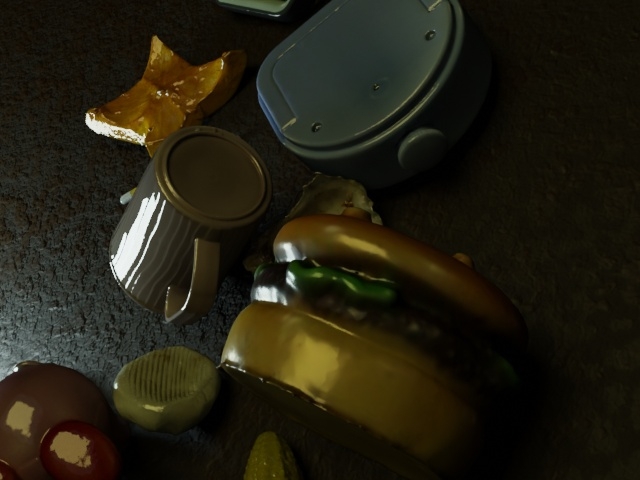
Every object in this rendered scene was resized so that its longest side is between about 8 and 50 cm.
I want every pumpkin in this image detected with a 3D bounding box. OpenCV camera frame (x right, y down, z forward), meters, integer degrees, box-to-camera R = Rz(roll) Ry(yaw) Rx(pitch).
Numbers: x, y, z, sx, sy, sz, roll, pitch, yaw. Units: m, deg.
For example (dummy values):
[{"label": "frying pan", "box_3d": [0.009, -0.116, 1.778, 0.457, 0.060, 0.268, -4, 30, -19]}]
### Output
[{"label": "pumpkin", "box_3d": [-0.298, -0.287, 2.200, 0.290, 0.095, 0.258, 21, 72, 39]}]

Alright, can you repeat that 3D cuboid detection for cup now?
[{"label": "cup", "box_3d": [-0.226, -0.011, 1.801, 0.273, 0.208, 0.288, -53, 7, 48]}]

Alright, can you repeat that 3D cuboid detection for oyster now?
[{"label": "oyster", "box_3d": [-0.013, -0.009, 1.800, 0.232, 0.107, 0.161, -27, 83, 13]}]

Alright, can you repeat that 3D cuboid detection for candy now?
[{"label": "candy", "box_3d": [-0.067, 0.366, 1.609, 0.094, 0.106, 0.199, -46, 35, 31]}]

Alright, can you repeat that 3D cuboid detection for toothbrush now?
[{"label": "toothbrush", "box_3d": [-0.276, -0.138, 2.134, 0.288, 0.024, 0.021, -26, 52, 21]}]

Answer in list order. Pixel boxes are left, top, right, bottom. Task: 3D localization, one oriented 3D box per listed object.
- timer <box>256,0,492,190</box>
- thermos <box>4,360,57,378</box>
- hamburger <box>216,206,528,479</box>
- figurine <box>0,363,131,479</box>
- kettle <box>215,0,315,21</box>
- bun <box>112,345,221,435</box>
[{"label": "timer", "box_3d": [0.104, -0.246, 1.817, 0.395, 0.173, 0.395, -18, 52, 25]}, {"label": "thermos", "box_3d": [-0.509, 0.303, 1.987, 0.137, 0.105, 0.193, -9, 46, 1]}, {"label": "hamburger", "box_3d": [0.080, 0.129, 1.452, 0.395, 0.396, 0.277, 15, 72, 41]}, {"label": "figurine", "box_3d": [-0.443, 0.307, 1.765, 0.269, 0.211, 0.261, -25, 7, 8]}, {"label": "kettle", "box_3d": [-0.054, -0.606, 2.158, 0.376, 0.250, 0.361, 5, 94, 41]}, {"label": "bun", "box_3d": [-0.244, 0.255, 1.805, 0.183, 0.102, 0.183, -5, 32, 3]}]
